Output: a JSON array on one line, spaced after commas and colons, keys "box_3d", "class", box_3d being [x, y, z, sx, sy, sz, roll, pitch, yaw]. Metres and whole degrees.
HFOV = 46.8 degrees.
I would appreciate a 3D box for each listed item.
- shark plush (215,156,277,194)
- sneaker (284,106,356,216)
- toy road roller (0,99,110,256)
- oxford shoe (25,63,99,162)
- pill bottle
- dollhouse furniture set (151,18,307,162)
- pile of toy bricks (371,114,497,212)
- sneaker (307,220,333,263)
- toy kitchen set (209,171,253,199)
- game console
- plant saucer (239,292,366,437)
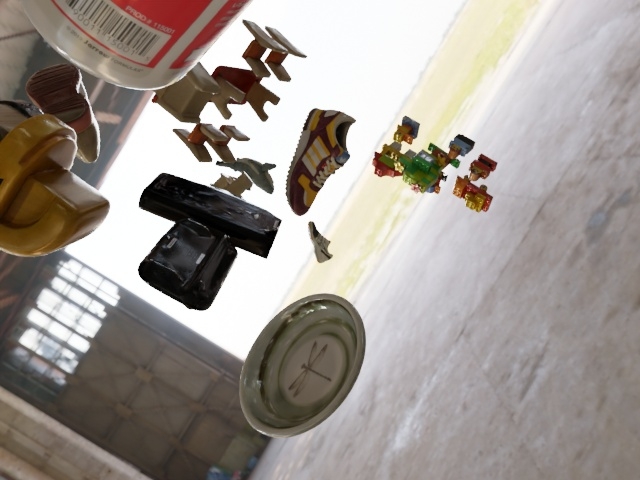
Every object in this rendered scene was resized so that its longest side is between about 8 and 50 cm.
[{"box_3d": [-0.166, -0.158, 1.712, 0.161, 0.073, 0.067, 21, -106, -50], "class": "shark plush"}, {"box_3d": [0.002, -0.126, 1.214, 0.069, 0.084, 0.185, 15, -91, -64], "class": "sneaker"}, {"box_3d": [-0.460, -0.035, 1.053, 0.329, 0.240, 0.202, -54, 0, 12], "class": "toy road roller"}, {"box_3d": [-0.571, -0.288, 1.655, 0.123, 0.348, 0.130, -21, -48, -10], "class": "oxford shoe"}, {"box_3d": [-0.121, -0.355, 0.743, 0.407, 0.229, 0.229, -35, 14, 37], "class": "pill bottle"}, {"box_3d": [-0.193, -0.285, 1.351, 0.262, 0.135, 0.259, -51, -19, 24], "class": "dollhouse furniture set"}, {"box_3d": [0.173, -0.113, 1.195, 0.105, 0.212, 0.118, -41, -26, -32], "class": "pile of toy bricks"}, {"box_3d": [0.000, 0.000, 1.397, 0.037, 0.083, 0.032, -17, 4, -4], "class": "sneaker"}, {"box_3d": [-0.141, -0.090, 1.356, 0.068, 0.083, 0.075, -42, -19, 14], "class": "toy kitchen set"}, {"box_3d": [-0.179, -0.006, 1.069, 0.361, 0.213, 0.044, -75, 7, -69], "class": "game console"}, {"box_3d": [-0.030, 0.330, 1.910, 0.400, 0.100, 0.400, -27, 42, 27], "class": "plant saucer"}]
